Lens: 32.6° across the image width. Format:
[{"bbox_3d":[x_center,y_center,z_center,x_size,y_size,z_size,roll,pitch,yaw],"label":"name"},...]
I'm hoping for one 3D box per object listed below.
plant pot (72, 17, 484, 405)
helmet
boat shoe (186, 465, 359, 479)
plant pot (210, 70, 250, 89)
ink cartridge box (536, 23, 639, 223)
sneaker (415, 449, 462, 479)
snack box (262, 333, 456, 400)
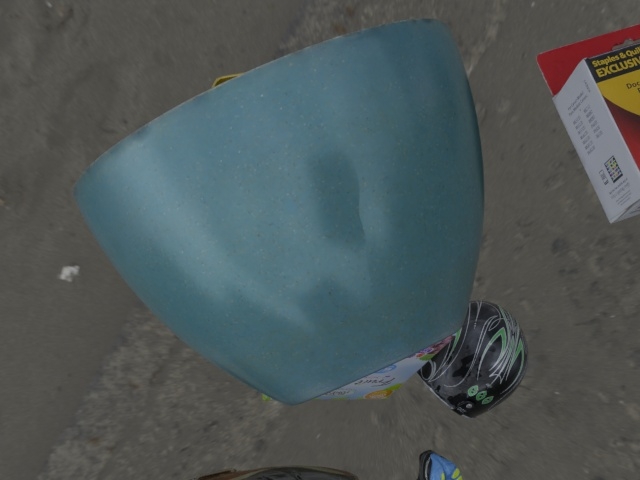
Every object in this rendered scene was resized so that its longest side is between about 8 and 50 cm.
[{"bbox_3d":[0.000,0.000,0.773,0.290,0.290,0.196,-25,85,0],"label":"plant pot"},{"bbox_3d":[0.243,0.177,1.699,0.169,0.169,0.161,40,101,6],"label":"helmet"},{"bbox_3d":[-0.110,0.328,1.337,0.323,0.120,0.123,-8,100,-2],"label":"boat shoe"},{"bbox_3d":[-0.079,-0.131,1.229,0.081,0.083,0.082,-5,46,32],"label":"plant pot"},{"bbox_3d":[0.497,-0.207,1.515,0.309,0.130,0.272,-19,76,-15],"label":"ink cartridge box"},{"bbox_3d":[0.175,0.392,1.646,0.067,0.078,0.188,-17,123,-21],"label":"sneaker"},{"bbox_3d":[0.038,0.127,1.310,0.174,0.207,0.070,2,62,-21],"label":"snack box"}]
